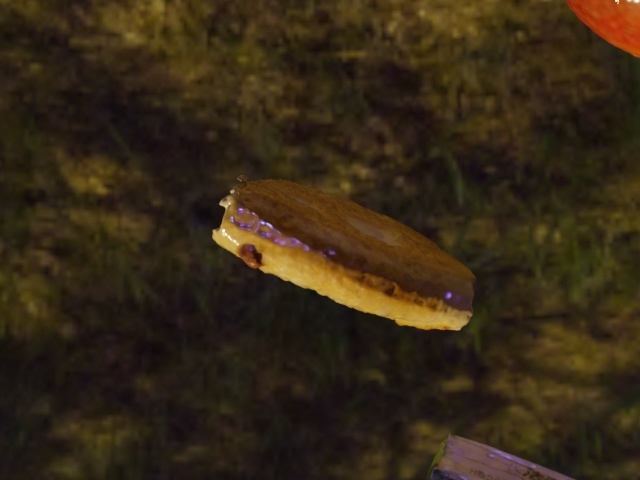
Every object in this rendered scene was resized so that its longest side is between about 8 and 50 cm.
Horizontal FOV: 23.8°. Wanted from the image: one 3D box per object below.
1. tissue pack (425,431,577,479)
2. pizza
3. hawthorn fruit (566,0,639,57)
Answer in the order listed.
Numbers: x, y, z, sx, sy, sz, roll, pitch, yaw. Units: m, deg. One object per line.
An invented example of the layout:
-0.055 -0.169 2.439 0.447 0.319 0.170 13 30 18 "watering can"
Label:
0.143 0.294 1.279 0.173 0.073 0.235 21 119 4 "tissue pack"
0.000 0.000 1.032 0.182 0.161 0.062 15 110 -29 "pizza"
0.245 -0.157 0.738 0.243 0.207 0.207 22 161 19 "hawthorn fruit"
